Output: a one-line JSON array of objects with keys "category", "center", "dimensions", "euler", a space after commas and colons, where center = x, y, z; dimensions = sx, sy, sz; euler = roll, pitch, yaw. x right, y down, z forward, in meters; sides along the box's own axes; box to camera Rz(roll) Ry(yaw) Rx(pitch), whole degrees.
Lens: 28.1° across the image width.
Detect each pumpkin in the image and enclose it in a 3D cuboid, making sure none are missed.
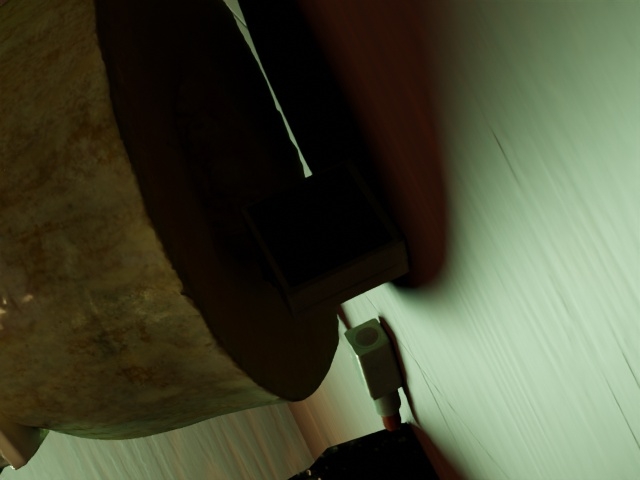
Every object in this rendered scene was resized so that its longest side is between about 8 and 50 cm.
[{"category": "pumpkin", "center": [-0.141, -0.027, 0.871], "dimensions": [0.332, 0.199, 0.332], "euler": [-18, -90, -72]}]

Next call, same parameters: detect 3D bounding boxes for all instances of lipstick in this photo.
[{"category": "lipstick", "center": [0.050, 0.118, 1.039], "dimensions": [0.030, 0.030, 0.129], "euler": [58, 170, 43]}]

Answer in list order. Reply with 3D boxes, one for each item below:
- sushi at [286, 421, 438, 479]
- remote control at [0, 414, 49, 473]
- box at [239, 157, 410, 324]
[{"category": "sushi", "center": [0.022, 0.323, 1.158], "dimensions": [0.212, 0.227, 0.215], "euler": [62, 173, 24]}, {"category": "remote control", "center": [-0.207, 0.052, 0.940], "dimensions": [0.103, 0.055, 0.277], "euler": [56, -158, -17]}, {"category": "box", "center": [0.000, 0.000, 0.782], "dimensions": [0.079, 0.083, 0.035], "euler": [58, 170, 37]}]
